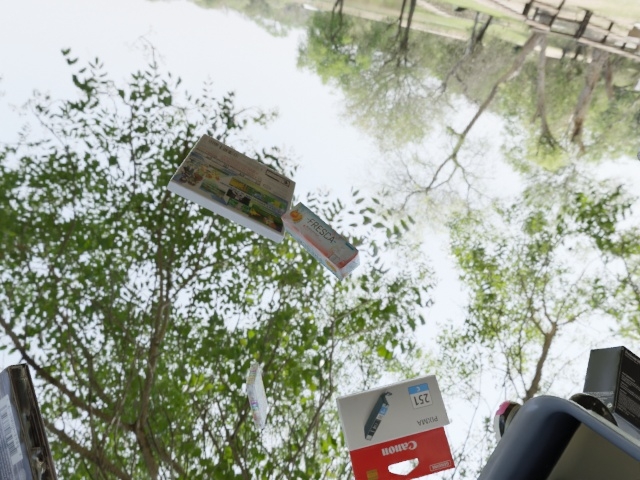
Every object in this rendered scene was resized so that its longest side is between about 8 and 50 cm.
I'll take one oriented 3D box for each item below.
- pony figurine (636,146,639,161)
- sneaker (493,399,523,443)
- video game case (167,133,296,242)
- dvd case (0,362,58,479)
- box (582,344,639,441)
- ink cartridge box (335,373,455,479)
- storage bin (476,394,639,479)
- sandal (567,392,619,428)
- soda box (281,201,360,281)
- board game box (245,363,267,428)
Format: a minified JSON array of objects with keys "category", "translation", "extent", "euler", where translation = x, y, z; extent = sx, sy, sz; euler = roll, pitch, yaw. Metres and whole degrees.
[{"category":"pony figurine","translation":[0.408,-0.014,0.172],"extent":[0.350,0.303,0.363],"euler":[-20,-174,13]},{"category":"sneaker","translation":[0.282,0.272,0.511],"extent":[0.063,0.171,0.074],"euler":[-33,-176,-23]},{"category":"video game case","translation":[-0.236,-0.160,1.207],"extent":[0.328,0.036,0.300],"euler":[27,-145,-15]},{"category":"dvd case","translation":[-0.245,0.209,0.285],"extent":[0.165,0.221,0.018],"euler":[61,-160,18]},{"category":"box","translation":[0.810,0.420,1.053],"extent":[0.261,0.103,0.184],"euler":[36,-116,-5]},{"category":"ink cartridge box","translation":[0.215,0.540,1.160],"extent":[0.295,0.066,0.261],"euler":[-12,-106,-6]},{"category":"storage bin","translation":[0.155,0.167,0.244],"extent":[0.091,0.135,0.098],"euler":[15,-167,-44]},{"category":"sandal","translation":[0.217,0.211,0.312],"extent":[0.067,0.179,0.040],"euler":[11,162,-13]},{"category":"soda box","translation":[0.000,0.000,0.862],"extent":[0.058,0.063,0.183],"euler":[-39,-119,-16]},{"category":"board game box","translation":[-0.190,0.467,1.245],"extent":[0.026,0.154,0.103],"euler":[-8,-163,1]}]
